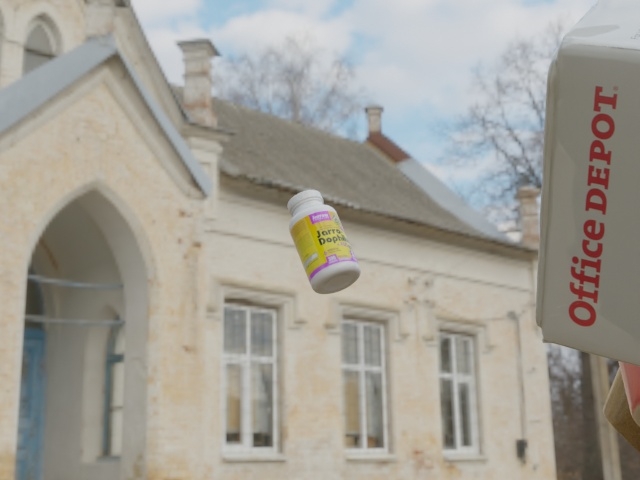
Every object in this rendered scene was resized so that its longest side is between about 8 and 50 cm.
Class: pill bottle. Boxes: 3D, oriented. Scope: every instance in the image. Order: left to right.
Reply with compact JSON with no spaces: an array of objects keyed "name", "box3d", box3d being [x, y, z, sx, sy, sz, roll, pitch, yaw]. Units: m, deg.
[{"name":"pill bottle","box3d":[0.000,0.000,0.796,0.043,0.083,0.043,-18,-26,-9]}]

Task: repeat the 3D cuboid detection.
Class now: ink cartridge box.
[{"name":"ink cartridge box","box3d":[0.301,-0.020,0.575,0.307,0.223,0.129,14,38,27]}]

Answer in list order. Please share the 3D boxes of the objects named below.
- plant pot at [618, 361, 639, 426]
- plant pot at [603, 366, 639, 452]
[{"name":"plant pot","box3d":[0.370,0.042,0.835,0.275,0.243,0.275,6,-26,3]},{"name":"plant pot","box3d":[0.451,0.141,1.092,0.254,0.237,0.237,-51,-33,12]}]
